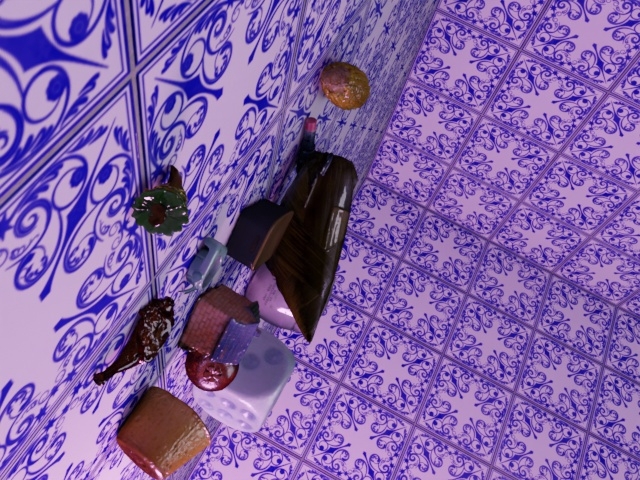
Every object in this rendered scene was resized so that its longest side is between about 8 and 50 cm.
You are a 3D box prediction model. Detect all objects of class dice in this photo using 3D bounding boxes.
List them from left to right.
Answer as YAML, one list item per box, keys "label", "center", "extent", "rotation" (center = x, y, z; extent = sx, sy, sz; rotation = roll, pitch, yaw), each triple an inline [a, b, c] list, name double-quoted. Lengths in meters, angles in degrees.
- label: "dice"
  center: [-0.257, 0.460, 2.078]
  extent: [0.262, 0.268, 0.264]
  rotation: [-56, 173, -39]

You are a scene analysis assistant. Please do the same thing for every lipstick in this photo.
- label: "lipstick"
  center: [-0.037, -0.261, 1.723]
  extent: [0.053, 0.053, 0.234]
  rotation: [-60, 171, -26]

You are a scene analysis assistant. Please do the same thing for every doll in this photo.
- label: "doll"
  center: [-0.210, -0.055, 0.895]
  extent: [0.113, 0.077, 0.078]
  rotation: [-54, 162, -62]

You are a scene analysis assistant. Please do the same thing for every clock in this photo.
- label: "clock"
  center: [-0.250, 0.061, 1.315]
  extent: [0.135, 0.041, 0.101]
  rotation: [-60, 175, -8]

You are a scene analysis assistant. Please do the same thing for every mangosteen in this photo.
- label: "mangosteen"
  center: [-0.294, 0.339, 1.734]
  extent: [0.181, 0.146, 0.156]
  rotation: [-25, 140, -82]

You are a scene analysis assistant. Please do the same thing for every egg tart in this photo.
- label: "egg tart"
  center: [-0.368, 0.456, 1.431]
  extent: [0.147, 0.202, 0.202]
  rotation: [-48, 168, -33]

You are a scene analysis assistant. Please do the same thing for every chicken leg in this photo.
- label: "chicken leg"
  center: [-0.331, 0.185, 1.127]
  extent: [0.093, 0.053, 0.205]
  rotation: [69, 37, -52]

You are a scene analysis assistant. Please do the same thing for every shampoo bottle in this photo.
- label: "shampoo bottle"
  center: [-0.099, 0.173, 2.141]
  extent: [0.273, 0.266, 0.273]
  rotation: [-63, 175, -9]

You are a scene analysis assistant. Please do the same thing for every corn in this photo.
- label: "corn"
  center: [0.068, -0.405, 1.619]
  extent: [0.119, 0.119, 0.322]
  rotation: [-63, 176, 9]

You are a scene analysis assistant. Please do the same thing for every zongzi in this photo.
- label: "zongzi"
  center: [0.000, 0.000, 1.656]
  extent: [0.403, 0.208, 0.432]
  rotation: [-61, -152, 25]

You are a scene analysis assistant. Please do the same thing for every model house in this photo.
- label: "model house"
  center: [-0.233, 0.218, 1.576]
  extent: [0.166, 0.172, 0.183]
  rotation: [-65, 175, 20]

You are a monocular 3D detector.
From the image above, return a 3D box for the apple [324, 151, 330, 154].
- label: "apple"
  center: [0.032, -0.211, 2.083]
  extent: [0.146, 0.147, 0.163]
  rotation: [-62, 177, 6]

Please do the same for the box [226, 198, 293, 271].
- label: "box"
  center: [-0.154, -0.020, 1.558]
  extent: [0.144, 0.090, 0.201]
  rotation: [-64, 175, 18]
